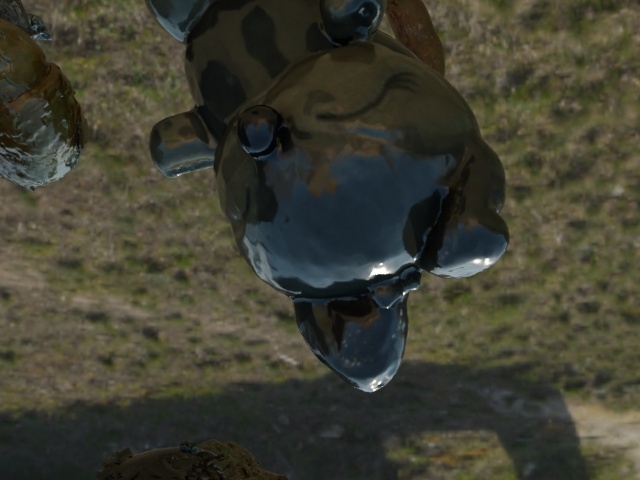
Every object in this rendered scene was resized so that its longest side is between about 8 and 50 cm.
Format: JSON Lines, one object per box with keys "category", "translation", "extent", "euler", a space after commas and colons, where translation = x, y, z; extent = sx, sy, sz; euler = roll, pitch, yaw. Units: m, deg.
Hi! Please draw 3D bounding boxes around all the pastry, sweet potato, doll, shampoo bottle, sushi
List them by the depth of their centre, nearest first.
{"category": "pastry", "translation": [-0.263, -0.113, 0.767], "extent": [0.081, 0.153, 0.153], "euler": [-37, 179, -35]}
{"category": "doll", "translation": [0.054, -0.089, 0.803], "extent": [0.379, 0.382, 0.252], "euler": [-10, 152, -43]}
{"category": "sushi", "translation": [-0.114, 0.322, 1.026], "extent": [0.219, 0.238, 0.225], "euler": [-20, 112, 9]}
{"category": "shampoo bottle", "translation": [-0.479, -0.322, 1.278], "extent": [0.071, 0.098, 0.309], "euler": [-27, 179, 11]}
{"category": "sweet potato", "translation": [0.122, -0.320, 1.327], "extent": [0.078, 0.255, 0.058], "euler": [-27, 160, -14]}
